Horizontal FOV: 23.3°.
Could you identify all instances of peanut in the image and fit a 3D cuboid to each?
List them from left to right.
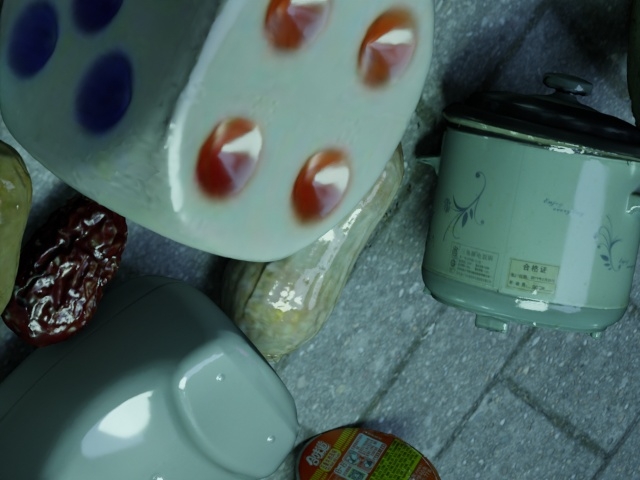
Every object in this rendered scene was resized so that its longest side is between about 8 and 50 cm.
[{"bbox_3d":[-0.335,0.009,1.422,0.120,0.110,0.236,-7,130,-45],"label":"peanut"}]

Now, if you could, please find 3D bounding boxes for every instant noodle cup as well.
[{"bbox_3d":[0.042,0.379,1.974,0.193,0.193,0.212,-16,134,-35],"label":"instant noodle cup"}]

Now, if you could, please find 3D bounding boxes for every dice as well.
[{"bbox_3d":[-0.096,-0.177,1.362,0.277,0.304,0.304,16,105,-47],"label":"dice"}]

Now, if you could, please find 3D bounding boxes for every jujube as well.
[{"bbox_3d":[-0.247,0.028,1.519,0.166,0.104,0.104,-51,139,-16],"label":"jujube"}]

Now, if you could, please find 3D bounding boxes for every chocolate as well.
[{"bbox_3d":[-0.013,-0.006,1.686,0.134,0.134,0.309,20,103,-48],"label":"chocolate"}]

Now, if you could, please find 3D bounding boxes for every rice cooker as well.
[{"bbox_3d":[0.252,-0.046,1.781,0.264,0.316,0.317,-3,120,-62],"label":"rice cooker"}]

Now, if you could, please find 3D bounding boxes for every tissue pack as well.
[{"bbox_3d":[-0.210,0.200,1.576,0.333,0.236,0.229,-44,129,-12],"label":"tissue pack"}]

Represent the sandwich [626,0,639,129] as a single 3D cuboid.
[{"bbox_3d":[0.423,-0.271,1.847,0.095,0.249,0.273,-1,125,3],"label":"sandwich"}]
